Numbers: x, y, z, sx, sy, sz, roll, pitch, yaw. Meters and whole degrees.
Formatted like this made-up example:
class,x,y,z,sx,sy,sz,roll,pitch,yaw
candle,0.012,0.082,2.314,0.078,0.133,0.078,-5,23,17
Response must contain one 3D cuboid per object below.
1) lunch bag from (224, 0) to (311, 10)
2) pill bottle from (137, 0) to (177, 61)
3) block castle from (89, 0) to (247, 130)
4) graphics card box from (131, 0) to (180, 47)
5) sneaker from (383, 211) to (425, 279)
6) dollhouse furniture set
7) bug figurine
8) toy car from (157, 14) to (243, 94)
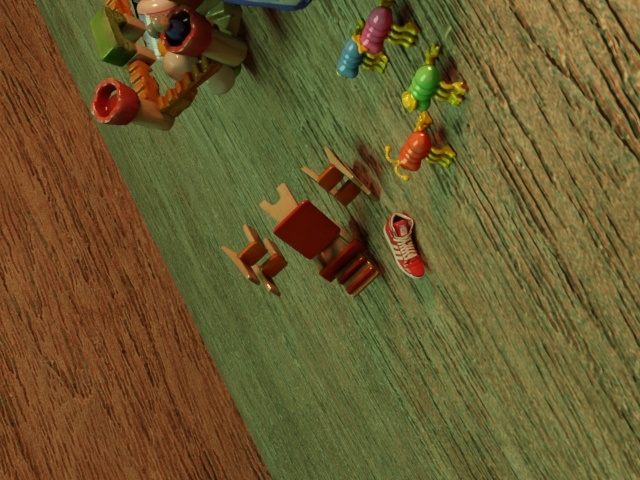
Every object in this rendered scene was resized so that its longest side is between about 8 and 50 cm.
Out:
class,x,y,z,sx,sy,sz,roll,pitch,yaw
lunch bag,-0.147,-0.549,1.288,0.386,0.239,0.328,29,152,4
pill bottle,-0.347,-0.478,1.860,0.087,0.087,0.160,32,140,55
block castle,-0.351,-0.464,1.633,0.303,0.213,0.453,-35,63,29
graphics card box,-0.380,-0.622,1.968,0.233,0.094,0.370,31,141,55
sneaker,0.147,0.007,1.462,0.118,0.042,0.067,60,161,20
dollhouse furniture set,0.000,0.000,1.555,0.135,0.262,0.259,50,-173,32
bug figurine,0.106,-0.235,1.270,0.279,0.072,0.216,58,157,20
toy car,-0.238,-0.404,1.780,0.136,0.182,0.159,-52,31,39
